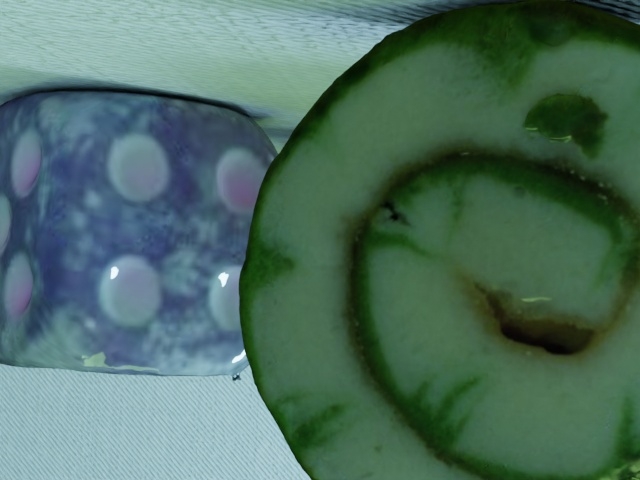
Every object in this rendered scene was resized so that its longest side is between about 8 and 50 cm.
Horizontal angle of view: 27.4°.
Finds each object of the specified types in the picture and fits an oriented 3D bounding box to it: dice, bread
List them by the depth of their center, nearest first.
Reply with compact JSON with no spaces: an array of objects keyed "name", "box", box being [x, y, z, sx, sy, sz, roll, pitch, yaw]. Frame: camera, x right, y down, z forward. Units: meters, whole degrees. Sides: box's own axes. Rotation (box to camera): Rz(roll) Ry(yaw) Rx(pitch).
[{"name":"bread","box":[0.126,0.038,0.861,0.366,0.381,0.129,15,-174,26]},{"name":"dice","box":[-0.205,-0.001,1.348,0.270,0.271,0.270,6,175,-36]}]
